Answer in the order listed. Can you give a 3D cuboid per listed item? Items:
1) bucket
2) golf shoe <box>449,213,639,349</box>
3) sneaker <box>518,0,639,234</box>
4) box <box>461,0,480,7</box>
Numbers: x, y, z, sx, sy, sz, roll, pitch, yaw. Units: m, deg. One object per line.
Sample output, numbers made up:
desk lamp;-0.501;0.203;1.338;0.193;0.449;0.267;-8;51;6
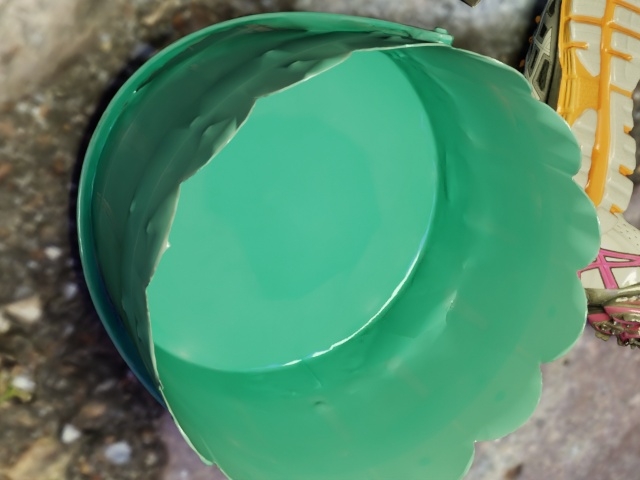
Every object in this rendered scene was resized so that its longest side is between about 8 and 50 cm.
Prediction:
bucket;0.000;0.000;1.034;0.281;0.183;0.281;-8;110;-22
golf shoe;0.168;0.012;1.188;0.186;0.067;0.086;18;68;-23
sneaker;0.158;-0.109;1.129;0.084;0.083;0.215;19;81;-33
box;0.018;-0.199;1.010;0.162;0.116;0.029;33;98;-29
